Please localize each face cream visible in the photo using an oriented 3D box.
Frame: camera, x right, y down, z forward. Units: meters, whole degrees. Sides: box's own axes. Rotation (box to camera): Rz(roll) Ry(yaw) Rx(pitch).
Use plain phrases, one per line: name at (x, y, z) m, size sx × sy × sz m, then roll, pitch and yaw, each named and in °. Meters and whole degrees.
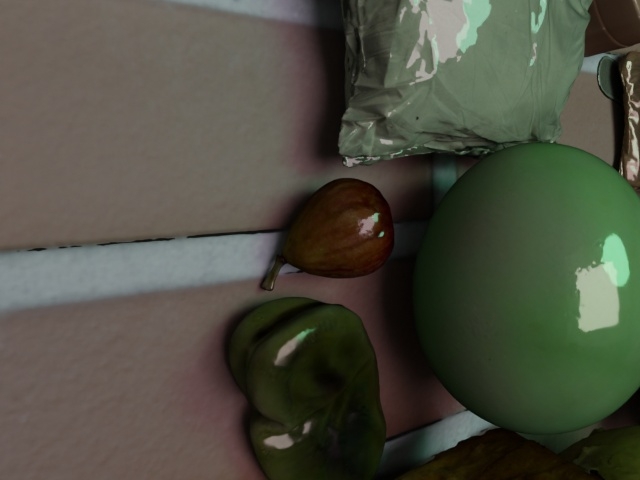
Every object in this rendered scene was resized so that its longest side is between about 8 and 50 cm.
face cream at (0.379, -0.322, 0.694) m, size 0.149 × 0.104 × 0.148 m, roll -1°, pitch 92°, yaw -34°

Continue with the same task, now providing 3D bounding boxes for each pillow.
pillow at (0.488, -0.177, 0.812) m, size 0.136 × 0.034 × 0.210 m, roll -6°, pitch 97°, yaw -29°
pillow at (0.142, -0.207, 0.521) m, size 0.310 × 0.138 × 0.283 m, roll -2°, pitch 101°, yaw -32°

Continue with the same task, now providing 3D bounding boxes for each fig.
fig at (0.000, 0.000, 0.469) m, size 0.125 × 0.089 × 0.088 m, roll -25°, pitch 106°, yaw -10°

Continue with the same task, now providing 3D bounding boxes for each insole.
insole at (0.487, -0.216, 0.831) m, size 0.232 × 0.003 × 0.080 m, roll 20°, pitch 80°, yaw -33°

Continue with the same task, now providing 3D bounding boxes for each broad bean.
broad bean at (-0.002, 0.138, 0.479) m, size 0.153 × 0.072 × 0.206 m, roll -41°, pitch 125°, yaw -23°

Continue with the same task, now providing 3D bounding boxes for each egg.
egg at (0.198, 0.043, 0.510) m, size 0.221 × 0.220 × 0.269 m, roll -1°, pitch 90°, yaw -34°

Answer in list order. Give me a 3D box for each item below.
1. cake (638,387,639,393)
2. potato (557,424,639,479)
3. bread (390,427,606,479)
cake at (0.643, 0.203, 0.816) m, size 0.321 × 0.333 × 0.332 m, roll 41°, pitch 64°, yaw -69°
potato at (0.321, 0.404, 0.563) m, size 0.320 × 0.385 × 0.441 m, roll 25°, pitch 66°, yaw 4°
bread at (0.079, 0.295, 0.423) m, size 0.344 × 0.195 × 0.148 m, roll -21°, pitch 99°, yaw -14°
